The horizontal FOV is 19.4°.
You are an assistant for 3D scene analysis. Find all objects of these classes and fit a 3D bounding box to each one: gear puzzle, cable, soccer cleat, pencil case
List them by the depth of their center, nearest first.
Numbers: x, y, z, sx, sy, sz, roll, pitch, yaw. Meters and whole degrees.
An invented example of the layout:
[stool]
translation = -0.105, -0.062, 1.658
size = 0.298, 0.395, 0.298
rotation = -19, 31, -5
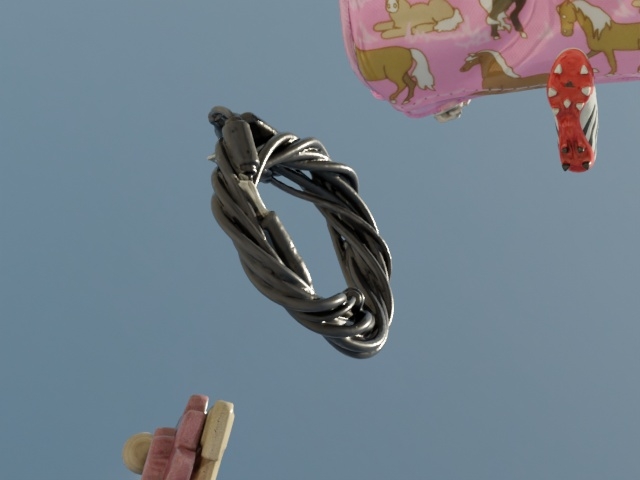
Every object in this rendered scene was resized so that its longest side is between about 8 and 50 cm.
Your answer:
[gear puzzle]
translation = -0.110, 0.238, 0.866
size = 0.175, 0.044, 0.339
rotation = 122, -17, -76
[soccer cleat]
translation = 0.152, -0.080, 1.114
size = 0.029, 0.083, 0.035
rotation = -1, -148, 16
[cable]
translation = 0.000, 0.000, 1.116
size = 0.047, 0.184, 0.150
rotation = -33, -128, 17
[pencil case]
translation = 0.207, -0.177, 1.168
size = 0.386, 0.167, 0.160
rotation = -5, -126, 16
